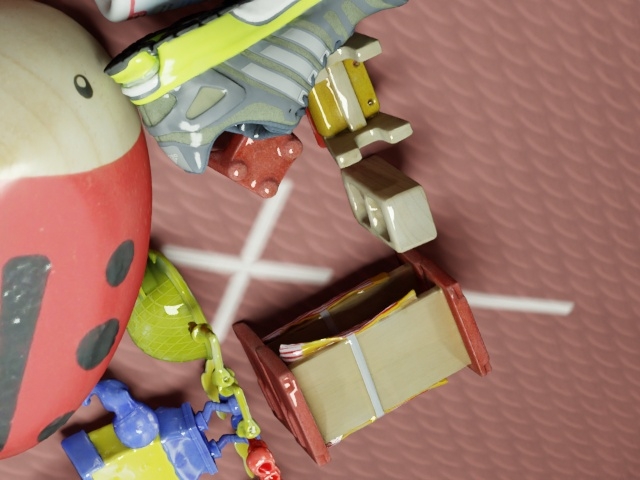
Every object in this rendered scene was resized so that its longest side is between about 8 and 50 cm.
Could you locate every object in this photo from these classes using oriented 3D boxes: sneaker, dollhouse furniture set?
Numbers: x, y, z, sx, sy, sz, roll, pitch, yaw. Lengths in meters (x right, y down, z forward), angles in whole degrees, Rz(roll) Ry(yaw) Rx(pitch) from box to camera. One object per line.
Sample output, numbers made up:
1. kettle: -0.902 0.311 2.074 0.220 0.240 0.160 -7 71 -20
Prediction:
1. sneaker: -0.040 -0.154 1.477 0.300 0.111 0.121 -29 106 -29
2. dollhouse furniture set: 0.000 0.000 1.658 0.201 0.152 0.374 -26 114 -11

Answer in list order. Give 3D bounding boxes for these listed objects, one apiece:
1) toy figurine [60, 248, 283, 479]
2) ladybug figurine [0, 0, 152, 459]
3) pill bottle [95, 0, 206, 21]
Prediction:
1. toy figurine: -0.164 0.210 1.662 0.217 0.191 0.362 -27 130 -5
2. ladybug figurine: -0.276 0.021 1.470 0.305 0.162 0.449 -7 125 -26
3. pill bottle: -0.109 -0.238 1.437 0.160 0.087 0.087 -16 128 -20
